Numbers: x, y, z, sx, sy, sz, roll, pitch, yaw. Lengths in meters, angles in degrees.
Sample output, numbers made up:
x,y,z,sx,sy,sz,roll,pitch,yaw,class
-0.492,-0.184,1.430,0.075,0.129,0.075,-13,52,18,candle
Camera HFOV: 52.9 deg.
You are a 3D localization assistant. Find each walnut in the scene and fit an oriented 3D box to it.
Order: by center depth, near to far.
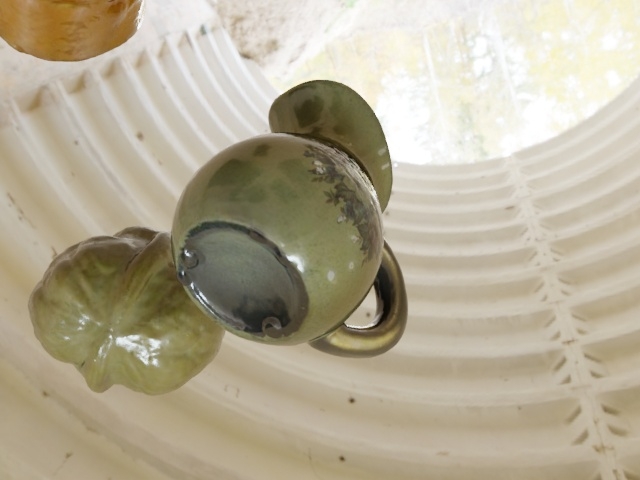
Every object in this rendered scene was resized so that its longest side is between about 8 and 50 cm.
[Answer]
x,y,z,sx,sy,sz,roll,pitch,yaw,class
-0.294,0.110,1.023,0.253,0.282,0.277,-39,-174,4,walnut

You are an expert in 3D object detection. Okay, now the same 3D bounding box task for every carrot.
x,y,z,sx,sy,sz,roll,pitch,yaw,class
-0.255,-0.320,0.630,0.196,0.196,0.254,-34,177,-29,carrot

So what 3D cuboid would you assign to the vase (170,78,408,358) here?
x,y,z,sx,sy,sz,roll,pitch,yaw,class
0.000,0.000,0.794,0.240,0.329,0.302,-27,-162,37,vase
